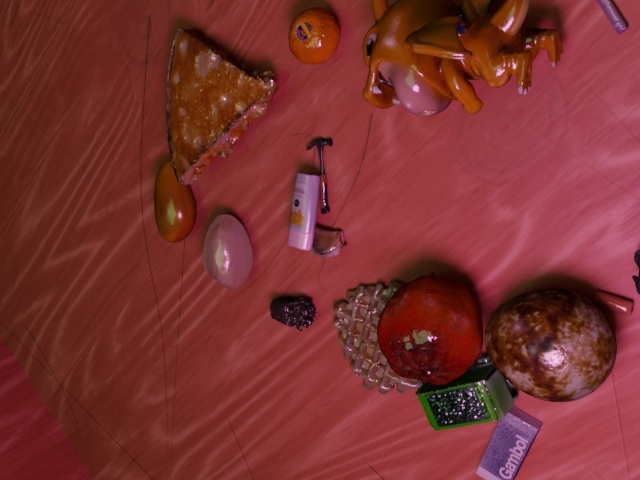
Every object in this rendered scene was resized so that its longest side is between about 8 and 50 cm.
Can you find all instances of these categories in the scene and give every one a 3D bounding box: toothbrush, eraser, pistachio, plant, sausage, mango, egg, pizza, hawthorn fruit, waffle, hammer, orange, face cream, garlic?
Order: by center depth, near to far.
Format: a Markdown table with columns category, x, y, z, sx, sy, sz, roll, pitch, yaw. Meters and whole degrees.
| category | x | y | z | sx | sy | sz | roll | pitch | yaw |
| --- | --- | --- | --- | --- | --- | --- | --- | --- | --- |
| toothbrush | 0.497 | -0.557 | 1.367 | 0.024 | 0.029 | 0.354 | -35 | 83 | 51 |
| sausage | 0.625 | 0.135 | 1.493 | 0.083 | 0.034 | 0.034 | 19 | 115 | 31 |
| egg | 0.482 | 0.218 | 1.496 | 0.289 | 0.238 | 0.238 | 10 | 111 | 48 |
| hawthorn fruit | 0.253 | 0.179 | 1.631 | 0.254 | 0.300 | 0.254 | 4 | 137 | 4 |
| orange | -0.014 | -0.496 | 1.698 | 0.135 | 0.117 | 0.136 | 3 | 97 | 23 |
| eraser | 0.462 | 0.511 | 1.720 | 0.091 | 0.046 | 0.213 | 29 | 120 | 25 |
| face cream | -0.044 | -0.077 | 1.834 | 0.084 | 0.057 | 0.198 | 16 | 101 | 45 |
| waffle | 0.170 | 0.261 | 1.843 | 0.291 | 0.056 | 0.309 | -21 | 91 | 38 |
| hammer | 0.002 | -0.169 | 1.847 | 0.078 | 0.021 | 0.201 | 6 | 107 | 34 |
| garlic | 0.003 | 0.003 | 1.882 | 0.152 | 0.066 | 0.084 | 14 | 85 | 30 |
| pizza | -0.262 | -0.371 | 1.908 | 0.406 | 0.130 | 0.440 | 3 | 96 | 34 |
| plant | -0.075 | 0.204 | 1.980 | 0.143 | 0.092 | 0.095 | 4 | 100 | 43 |
| pistachio | -0.273 | 0.032 | 2.047 | 0.152 | 0.126 | 0.223 | -7 | 97 | 2 |
| mango | -0.442 | -0.118 | 2.125 | 0.138 | 0.113 | 0.254 | 5 | 100 | 38 |

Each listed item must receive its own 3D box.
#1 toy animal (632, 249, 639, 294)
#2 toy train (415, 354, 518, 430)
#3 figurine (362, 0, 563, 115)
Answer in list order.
| category | x | y | z | sx | sy | sz | roll | pitch | yaw |
| --- | --- | --- | --- | --- | --- | --- | --- | --- | --- |
| toy animal | 0.717 | 0.041 | 1.322 | 0.082 | 0.137 | 0.269 | 41 | 141 | -20 |
| toy train | 0.352 | 0.363 | 1.664 | 0.243 | 0.188 | 0.133 | -23 | 90 | 39 |
| figurine | 0.282 | -0.421 | 1.432 | 0.387 | 0.401 | 0.268 | 12 | 149 | 39 |
